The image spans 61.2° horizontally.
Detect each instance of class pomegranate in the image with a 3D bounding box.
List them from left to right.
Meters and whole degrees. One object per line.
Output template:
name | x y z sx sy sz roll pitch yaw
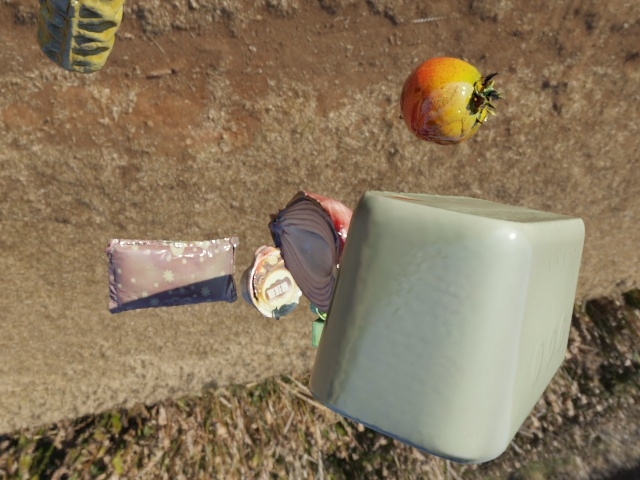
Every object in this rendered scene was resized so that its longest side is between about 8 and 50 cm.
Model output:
pomegranate | 0.300 -0.326 1.270 0.235 0.210 0.210 2 169 45

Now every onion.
onion | 0.000 0.000 1.077 0.120 0.283 0.227 -14 125 -33

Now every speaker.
speaker | 0.163 0.053 0.577 0.406 0.183 0.184 -5 108 -58

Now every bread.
bread | -0.491 -0.449 1.098 0.152 0.130 0.267 32 145 -15

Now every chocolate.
chocolate | -0.175 0.128 1.636 0.147 0.221 0.221 -3 166 44

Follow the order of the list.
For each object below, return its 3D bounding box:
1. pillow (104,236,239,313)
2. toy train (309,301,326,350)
pillow | -0.198 0.049 0.748 0.185 0.043 0.118 -5 118 -27
toy train | 0.100 0.221 1.493 0.271 0.188 0.159 7 -167 22
